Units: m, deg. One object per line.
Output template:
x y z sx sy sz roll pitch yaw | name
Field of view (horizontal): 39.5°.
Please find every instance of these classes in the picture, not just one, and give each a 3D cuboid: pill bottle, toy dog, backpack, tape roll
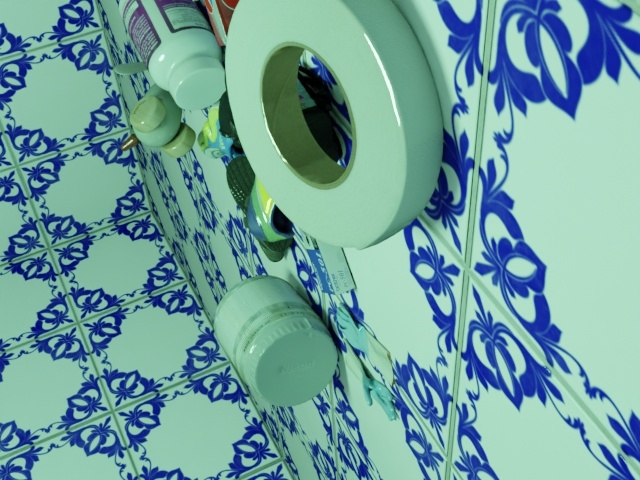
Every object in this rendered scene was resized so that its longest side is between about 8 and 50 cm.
-0.318 -0.435 1.964 0.301 0.169 0.169 61 162 27 | pill bottle
-0.395 -0.321 2.081 0.220 0.161 0.333 57 -158 -29 | toy dog
-0.047 -0.207 1.471 0.152 0.115 0.182 83 161 -49 | backpack
0.006 -0.177 1.224 0.392 0.072 0.392 33 135 40 | tape roll

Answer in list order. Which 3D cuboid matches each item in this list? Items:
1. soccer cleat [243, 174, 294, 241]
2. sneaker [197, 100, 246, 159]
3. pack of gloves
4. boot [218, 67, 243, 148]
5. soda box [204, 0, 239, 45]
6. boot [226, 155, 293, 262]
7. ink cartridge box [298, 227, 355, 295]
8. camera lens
-0.077 -0.139 1.654 0.121 0.093 0.289 11 101 42 | soccer cleat
-0.222 -0.221 2.070 0.126 0.091 0.240 63 163 15 | sneaker
0.077 0.246 1.776 0.232 0.046 0.195 45 153 54 | pack of gloves
-0.157 -0.275 1.777 0.207 0.094 0.246 35 150 56 | boot
-0.171 -0.480 1.564 0.083 0.092 0.263 -150 41 -67 | soda box
-0.153 -0.064 2.050 0.246 0.083 0.161 62 165 3 | boot
0.000 0.000 1.708 0.207 0.046 0.097 70 165 -5 | ink cartridge box
-0.106 0.221 2.024 0.274 0.219 0.219 44 151 55 | camera lens
